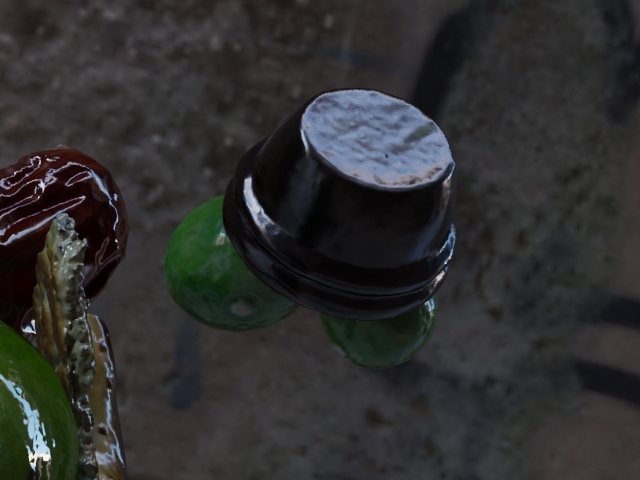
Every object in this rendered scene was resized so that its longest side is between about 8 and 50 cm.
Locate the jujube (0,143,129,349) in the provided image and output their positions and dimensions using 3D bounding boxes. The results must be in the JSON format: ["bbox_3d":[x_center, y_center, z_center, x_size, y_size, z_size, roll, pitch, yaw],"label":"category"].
[{"bbox_3d":[-0.250,0.023,1.513,0.155,0.230,0.155,33,-34,26],"label":"jujube"}]

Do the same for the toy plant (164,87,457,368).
[{"bbox_3d":[0.000,0.000,1.443,0.218,0.175,0.235,23,-48,1],"label":"toy plant"}]

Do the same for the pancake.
[{"bbox_3d":[-0.134,0.103,1.122,0.057,0.244,0.266,-5,36,-14],"label":"pancake"}]

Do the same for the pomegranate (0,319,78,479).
[{"bbox_3d":[-0.241,0.151,1.022,0.190,0.241,0.159,0,7,25],"label":"pomegranate"}]
